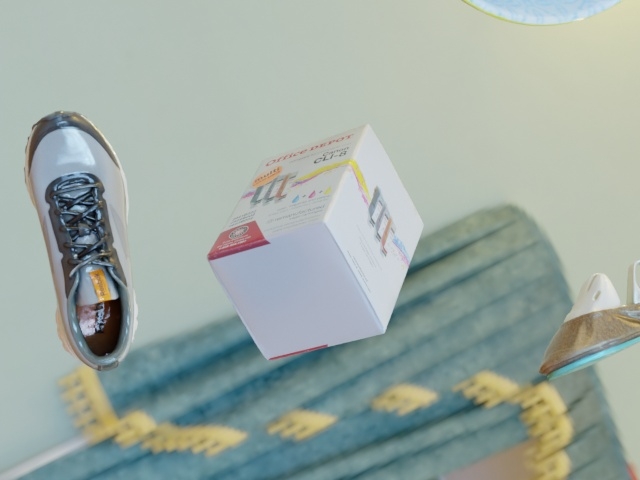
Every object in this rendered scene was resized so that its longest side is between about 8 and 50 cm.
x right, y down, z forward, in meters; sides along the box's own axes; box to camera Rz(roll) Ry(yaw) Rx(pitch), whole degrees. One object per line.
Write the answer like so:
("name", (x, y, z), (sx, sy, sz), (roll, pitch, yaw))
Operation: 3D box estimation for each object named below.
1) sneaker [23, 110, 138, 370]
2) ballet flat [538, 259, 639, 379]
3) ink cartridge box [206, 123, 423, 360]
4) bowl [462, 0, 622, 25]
("sneaker", (-0.231, 0.003, 1.447), (0.108, 0.100, 0.272), (-147, -133, -72))
("ballet flat", (0.444, 0.094, 2.020), (0.116, 0.342, 0.124), (128, -55, -73))
("ink cartridge box", (0.000, 0.000, 1.334), (0.127, 0.128, 0.176), (61, 29, -23))
("bowl", (0.155, -0.329, 1.147), (0.156, 0.289, 0.289), (41, -27, 60))
